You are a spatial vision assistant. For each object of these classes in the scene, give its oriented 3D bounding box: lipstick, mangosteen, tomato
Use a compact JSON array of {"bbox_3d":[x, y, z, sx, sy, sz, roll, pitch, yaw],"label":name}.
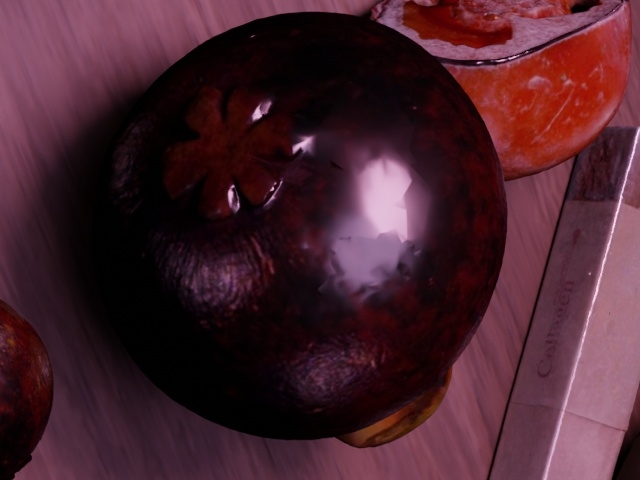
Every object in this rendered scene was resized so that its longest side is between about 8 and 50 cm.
[{"bbox_3d":[0.227,0.089,1.634,0.080,0.076,0.371,21,82,-32],"label":"lipstick"},{"bbox_3d":[0.000,0.000,1.388,0.347,0.307,0.307,39,70,-59],"label":"mangosteen"},{"bbox_3d":[0.147,-0.127,1.541,0.214,0.181,0.155,-19,120,-21],"label":"tomato"},{"bbox_3d":[-0.268,0.093,1.293,0.172,0.172,0.184,-21,84,-29],"label":"mangosteen"}]

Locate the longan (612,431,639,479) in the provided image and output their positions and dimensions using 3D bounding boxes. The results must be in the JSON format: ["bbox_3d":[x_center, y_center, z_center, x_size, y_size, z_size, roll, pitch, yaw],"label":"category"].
[{"bbox_3d":[0.373,0.264,1.620,0.288,0.288,0.350,29,85,-29],"label":"longan"}]
